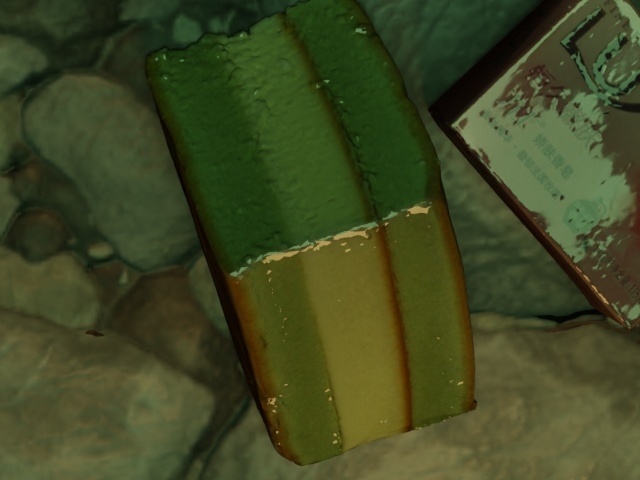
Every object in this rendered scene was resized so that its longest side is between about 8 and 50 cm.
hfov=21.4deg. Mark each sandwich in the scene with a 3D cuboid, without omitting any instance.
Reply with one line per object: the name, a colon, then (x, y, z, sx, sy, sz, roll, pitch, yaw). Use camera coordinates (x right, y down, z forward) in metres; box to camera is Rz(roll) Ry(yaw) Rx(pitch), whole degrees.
sandwich: (0.000, 0.000, 0.855, 0.117, 0.144, 0.187, -18, 140, -4)

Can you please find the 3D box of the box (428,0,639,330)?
box: (0.141, -0.045, 0.842, 0.111, 0.060, 0.156, -44, 105, 1)
